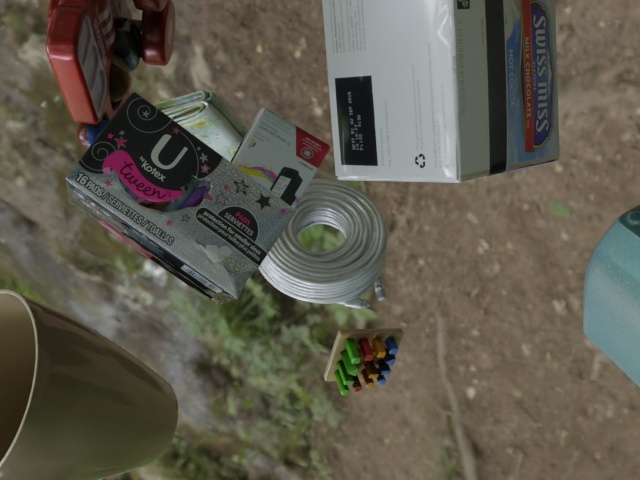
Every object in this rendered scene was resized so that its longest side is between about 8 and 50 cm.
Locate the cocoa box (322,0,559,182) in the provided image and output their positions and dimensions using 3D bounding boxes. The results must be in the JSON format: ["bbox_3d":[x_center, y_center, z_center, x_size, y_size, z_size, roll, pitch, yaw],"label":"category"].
[{"bbox_3d":[0.161,-0.263,1.158,0.231,0.228,0.347,7,106,48],"label":"cocoa box"}]

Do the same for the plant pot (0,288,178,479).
[{"bbox_3d":[-0.335,0.224,1.162,0.256,0.256,0.274,-5,159,42],"label":"plant pot"}]

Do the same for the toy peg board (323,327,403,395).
[{"bbox_3d":[0.109,0.291,2.029,0.161,0.079,0.161,2,129,-19],"label":"toy peg board"}]

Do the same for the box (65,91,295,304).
[{"bbox_3d":[-0.179,-0.047,1.101,0.247,0.142,0.163,35,165,-8],"label":"box"}]

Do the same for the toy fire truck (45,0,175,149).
[{"bbox_3d":[-0.302,-0.266,1.173,0.169,0.254,0.302,8,155,-2],"label":"toy fire truck"}]

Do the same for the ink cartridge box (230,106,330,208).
[{"bbox_3d":[-0.083,-0.109,1.405,0.127,0.175,0.072,29,-176,-11],"label":"ink cartridge box"}]

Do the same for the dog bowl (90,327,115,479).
[{"bbox_3d":[-0.585,0.416,2.060,0.408,0.408,0.150,2,159,34],"label":"dog bowl"}]

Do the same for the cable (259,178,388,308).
[{"bbox_3d":[0.000,0.000,1.645,0.257,0.257,0.089,1,146,-3],"label":"cable"}]

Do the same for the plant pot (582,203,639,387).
[{"bbox_3d":[0.520,0.058,1.199,0.248,0.247,0.252,53,171,50],"label":"plant pot"}]

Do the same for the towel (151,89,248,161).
[{"bbox_3d":[-0.328,-0.220,2.112,0.320,0.090,0.374,-10,156,18],"label":"towel"}]
